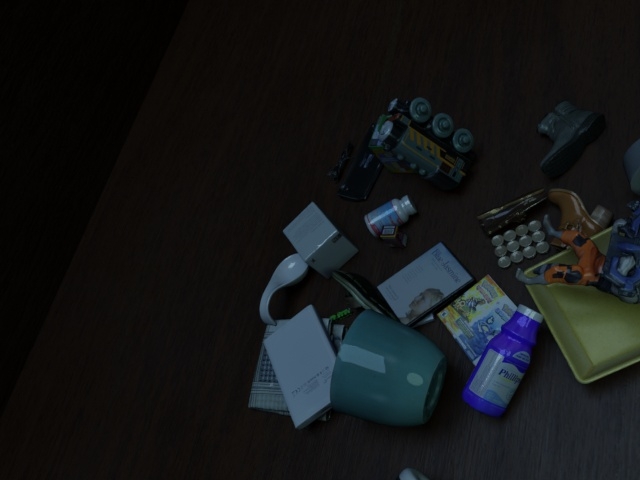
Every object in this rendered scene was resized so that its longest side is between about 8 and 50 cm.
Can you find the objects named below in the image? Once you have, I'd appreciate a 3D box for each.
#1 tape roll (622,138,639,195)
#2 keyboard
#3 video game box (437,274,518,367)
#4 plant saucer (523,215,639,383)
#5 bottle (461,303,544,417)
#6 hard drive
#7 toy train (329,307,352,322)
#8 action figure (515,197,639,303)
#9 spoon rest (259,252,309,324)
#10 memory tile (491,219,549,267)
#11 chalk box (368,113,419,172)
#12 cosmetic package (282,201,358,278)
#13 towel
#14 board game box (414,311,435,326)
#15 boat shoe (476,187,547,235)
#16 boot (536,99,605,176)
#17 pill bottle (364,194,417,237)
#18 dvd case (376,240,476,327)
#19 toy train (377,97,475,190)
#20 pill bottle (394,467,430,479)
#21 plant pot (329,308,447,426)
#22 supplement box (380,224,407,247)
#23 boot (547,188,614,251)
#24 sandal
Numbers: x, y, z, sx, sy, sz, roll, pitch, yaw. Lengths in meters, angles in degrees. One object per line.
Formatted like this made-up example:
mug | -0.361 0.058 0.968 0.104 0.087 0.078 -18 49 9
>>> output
tape roll | 0.868 -0.193 1.424 0.219 0.219 0.072 -18 54 26
keyboard | 0.146 -0.292 2.130 0.201 0.033 0.317 18 74 34
video game box | 0.450 0.225 1.588 0.187 0.048 0.205 -39 48 7
plant saucer | 0.719 0.149 1.419 0.332 0.081 0.333 -30 49 17
bottle | 0.464 0.299 1.455 0.283 0.118 0.092 -62 31 2
hard drive | -0.043 0.382 1.783 0.210 0.040 0.319 -39 49 13
toy train | 0.065 0.241 1.873 0.083 0.017 0.024 -28 40 19
action figure | 0.686 0.039 1.389 0.330 0.179 0.341 18 48 34
spoon rest | -0.129 0.152 1.995 0.137 0.084 0.276 3 55 41
memory tile | 0.568 0.011 1.656 0.148 0.012 0.113 -24 52 23
chalk box | 0.259 -0.337 1.950 0.132 0.213 0.133 7 68 38
cosmetic package | 0.000 0.000 1.973 0.151 0.151 0.184 -43 47 7
towel | -0.078 0.400 1.853 0.324 0.056 0.312 -3 62 33
board game box | 0.289 0.209 1.729 0.090 0.020 0.090 -22 52 23
boat shoe | 0.562 -0.082 1.686 0.207 0.073 0.073 -27 88 24
boot | 0.702 -0.302 1.719 0.246 0.083 0.161 -45 40 -3
pill bottle | 0.231 -0.082 1.902 0.160 0.087 0.087 -30 50 18
dvd case | 0.311 0.132 1.735 0.253 0.022 0.180 -35 46 2
toy train | 0.334 -0.302 1.818 0.190 0.333 0.142 -64 19 -11
pill bottle | 0.173 0.731 1.382 0.334 0.188 0.188 -50 47 -1
plant pot | 0.196 0.356 1.541 0.235 0.293 0.293 15 73 25
supplement box | 0.236 -0.012 1.858 0.054 0.083 0.043 0 63 35
boot | 0.671 -0.049 1.581 0.152 0.073 0.197 -54 44 1
sandal | 0.125 0.188 1.801 0.303 0.120 0.086 47 116 40
